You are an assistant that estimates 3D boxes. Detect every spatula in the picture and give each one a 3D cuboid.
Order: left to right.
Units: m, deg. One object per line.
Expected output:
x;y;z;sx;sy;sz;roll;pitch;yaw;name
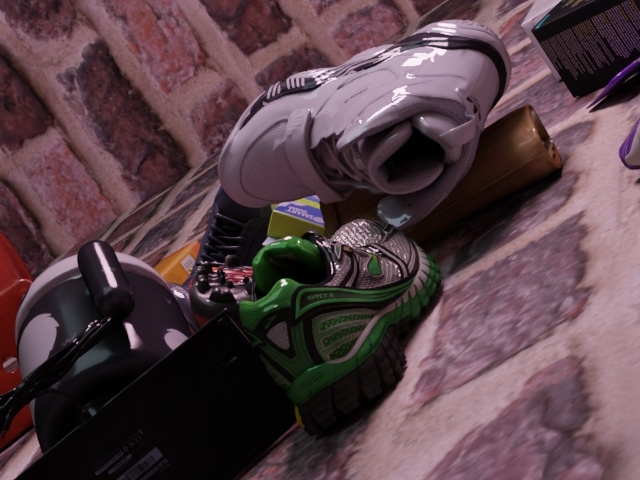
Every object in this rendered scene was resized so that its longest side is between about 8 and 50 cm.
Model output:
0.382;-0.194;1.729;0.084;0.030;0.296;-37;10;-22;spatula

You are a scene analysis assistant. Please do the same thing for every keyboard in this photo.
-0.188;0.172;1.406;0.317;0.201;0.033;-39;-1;-22;keyboard

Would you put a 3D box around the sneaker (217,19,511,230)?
0.027;-0.098;1.725;0.365;0.137;0.210;-23;25;25;sneaker

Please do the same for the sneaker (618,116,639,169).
0.330;-0.127;1.490;0.170;0.068;0.071;-40;5;-25;sneaker

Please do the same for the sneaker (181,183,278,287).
-0.123;0.031;1.956;0.163;0.086;0.226;-50;-24;-59;sneaker

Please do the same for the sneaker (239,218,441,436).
0.018;0.040;1.500;0.134;0.146;0.343;-32;10;17;sneaker

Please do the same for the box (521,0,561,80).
0.353;-0.300;2.148;0.130;0.091;0.170;-30;11;24;box

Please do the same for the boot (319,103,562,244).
0.132;-0.062;1.796;0.269;0.089;0.236;-33;23;15;boot

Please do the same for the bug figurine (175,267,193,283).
-0.083;0.008;2.192;0.279;0.072;0.216;-39;3;4;bug figurine

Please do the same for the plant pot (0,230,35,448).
-0.480;0.159;2.329;0.267;0.267;0.235;-39;23;-20;plant pot

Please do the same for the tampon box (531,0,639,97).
0.357;-0.261;1.917;0.120;0.101;0.161;-43;13;-36;tampon box

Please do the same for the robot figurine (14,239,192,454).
-0.203;0.130;1.559;0.209;0.173;0.278;-48;37;16;robot figurine

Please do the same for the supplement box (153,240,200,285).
-0.229;0.093;2.265;0.078;0.080;0.233;-29;10;36;supplement box

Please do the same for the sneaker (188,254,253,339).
-0.077;0.086;1.621;0.097;0.135;0.276;5;1;4;sneaker

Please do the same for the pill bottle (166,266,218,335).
-0.184;0.134;1.767;0.245;0.130;0.130;-38;10;-19;pill bottle

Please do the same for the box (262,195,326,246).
0.007;-0.029;1.981;0.178;0.109;0.042;-53;-22;-62;box
